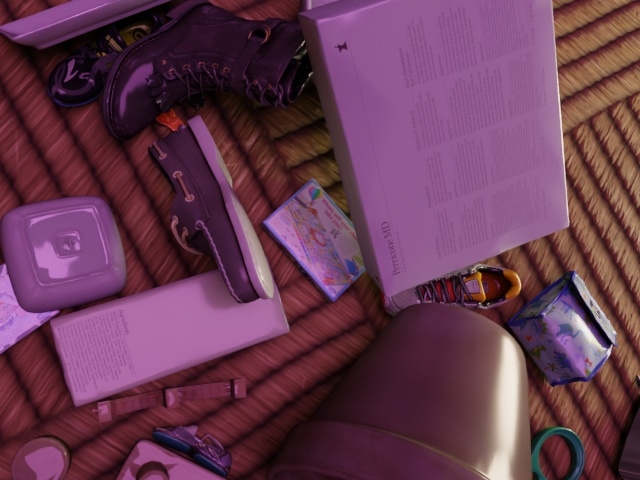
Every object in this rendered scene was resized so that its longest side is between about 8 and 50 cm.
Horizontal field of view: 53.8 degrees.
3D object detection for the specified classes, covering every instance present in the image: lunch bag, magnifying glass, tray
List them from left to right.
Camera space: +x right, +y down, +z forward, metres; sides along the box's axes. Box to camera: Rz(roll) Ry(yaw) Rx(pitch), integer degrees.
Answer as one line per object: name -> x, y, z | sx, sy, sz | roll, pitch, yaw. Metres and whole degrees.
tray -> -0.286, -0.312, 0.842 | 0.270, 0.145, 0.030 | -30, 123, -20
magnifying glass -> 0.315, 0.370, 0.966 | 0.231, 0.026, 0.092 | -29, 91, -22
lunch bag -> 0.396, 0.135, 0.998 | 0.151, 0.096, 0.129 | -33, 89, -34

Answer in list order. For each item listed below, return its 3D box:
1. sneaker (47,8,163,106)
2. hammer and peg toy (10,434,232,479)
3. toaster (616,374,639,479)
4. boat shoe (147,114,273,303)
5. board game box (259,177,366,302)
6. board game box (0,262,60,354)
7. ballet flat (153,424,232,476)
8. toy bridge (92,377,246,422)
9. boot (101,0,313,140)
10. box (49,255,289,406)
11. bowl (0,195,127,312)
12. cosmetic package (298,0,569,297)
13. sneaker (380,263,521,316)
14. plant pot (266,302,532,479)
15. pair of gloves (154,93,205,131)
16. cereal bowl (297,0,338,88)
sneaker -> -0.290, -0.253, 0.847 | 0.188, 0.078, 0.067 | -44, 95, -19
hammer and peg toy -> -0.217, 0.382, 0.737 | 0.361, 0.127, 0.266 | 30, 75, -11
toaster -> 0.581, 0.338, 1.009 | 0.185, 0.110, 0.168 | 35, 71, -9
boat shoe -> -0.143, -0.035, 0.794 | 0.091, 0.109, 0.305 | -25, 54, -4
board game box -> 0.000, 0.000, 0.924 | 0.103, 0.026, 0.154 | -43, 95, -19
board game box -> -0.391, 0.082, 0.788 | 0.090, 0.020, 0.090 | -38, 93, -20
ballet flat -> -0.164, 0.266, 0.825 | 0.114, 0.041, 0.041 | 35, 72, -10
toy bridge -> -0.193, 0.201, 0.808 | 0.188, 0.063, 0.026 | -5, 82, -20
boot -> -0.132, -0.212, 0.809 | 0.229, 0.091, 0.263 | 24, 72, 27
box -> -0.189, 0.111, 0.809 | 0.275, 0.094, 0.113 | -15, 86, -20
bowl -> -0.320, 0.010, 0.795 | 0.142, 0.053, 0.142 | -13, 80, -29
cosmetic package -> 0.160, -0.144, 0.815 | 0.284, 0.097, 0.377 | -21, 119, -9
sneaker -> 0.194, 0.067, 0.940 | 0.225, 0.092, 0.088 | -6, 83, -18
plant pot -> 0.137, 0.246, 0.802 | 0.323, 0.323, 0.280 | 36, 56, -9
pair of gloves -> -0.210, -0.198, 0.900 | 0.074, 0.010, 0.083 | 40, 70, -5
cereal bowl -> 0.120, -0.299, 0.954 | 0.338, 0.141, 0.339 | 3, 79, -17
